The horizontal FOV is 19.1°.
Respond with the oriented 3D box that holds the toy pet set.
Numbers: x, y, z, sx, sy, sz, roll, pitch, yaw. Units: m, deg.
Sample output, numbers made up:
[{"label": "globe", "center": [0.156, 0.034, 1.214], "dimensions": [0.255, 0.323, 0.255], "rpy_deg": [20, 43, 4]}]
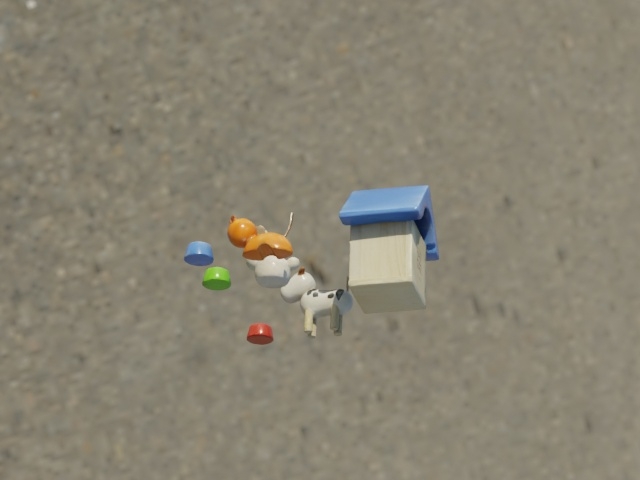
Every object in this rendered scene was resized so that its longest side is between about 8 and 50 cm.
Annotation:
[{"label": "toy pet set", "center": [0.000, 0.000, 1.013], "dimensions": [0.122, 0.114, 0.065], "rpy_deg": [60, 28, -61]}]
